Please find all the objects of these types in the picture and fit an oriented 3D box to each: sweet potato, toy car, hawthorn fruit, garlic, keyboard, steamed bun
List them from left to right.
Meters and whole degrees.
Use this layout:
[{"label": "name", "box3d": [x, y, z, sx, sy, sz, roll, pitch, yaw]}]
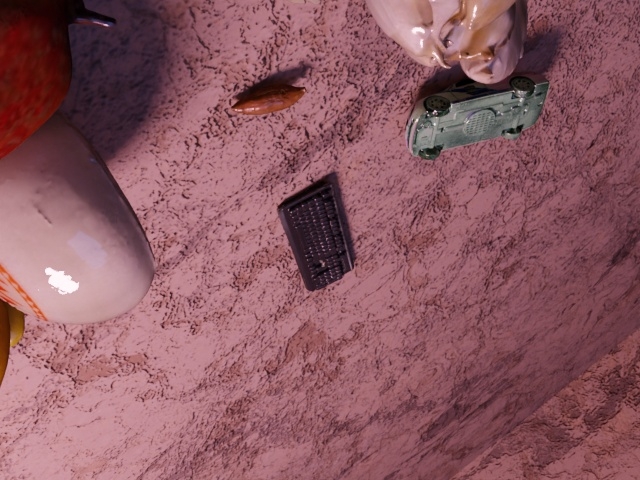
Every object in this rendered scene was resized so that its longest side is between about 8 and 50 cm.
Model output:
[{"label": "hawthorn fruit", "box3d": [-0.282, -0.157, 0.633, 0.248, 0.208, 0.208, -24, 144, -34]}, {"label": "steamed bun", "box3d": [-0.271, -0.013, 0.773, 0.145, 0.232, 0.231, -35, 147, -20]}, {"label": "sweet potato", "box3d": [-0.062, -0.168, 0.962, 0.095, 0.034, 0.034, -14, 141, -13]}, {"label": "keyboard", "box3d": [0.000, 0.000, 1.218, 0.094, 0.025, 0.230, -29, 145, -8]}, {"label": "garlic", "box3d": [0.137, -0.276, 0.882, 0.281, 0.185, 0.203, 51, 47, -72]}, {"label": "toy car", "box3d": [0.216, -0.186, 1.149, 0.224, 0.076, 0.090, -15, 142, -17]}]

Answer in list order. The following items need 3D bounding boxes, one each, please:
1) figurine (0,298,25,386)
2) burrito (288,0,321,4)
[{"label": "figurine", "box3d": [-0.410, 0.100, 0.813, 0.215, 0.215, 0.228, -36, 145, -2]}, {"label": "burrito", "box3d": [-0.075, -0.281, 0.793, 0.226, 0.060, 0.087, 0, 125, -40]}]
